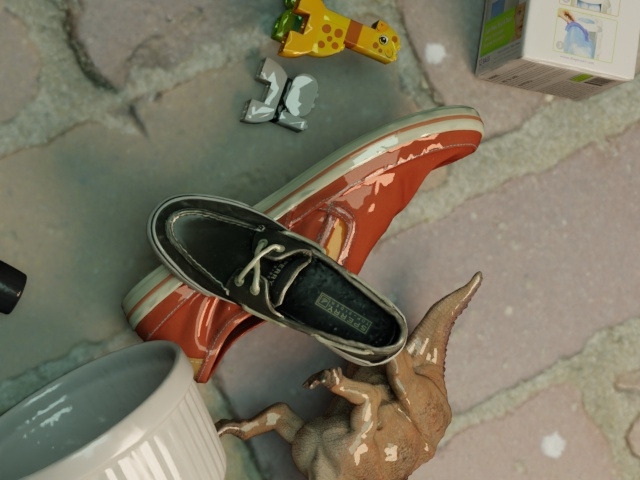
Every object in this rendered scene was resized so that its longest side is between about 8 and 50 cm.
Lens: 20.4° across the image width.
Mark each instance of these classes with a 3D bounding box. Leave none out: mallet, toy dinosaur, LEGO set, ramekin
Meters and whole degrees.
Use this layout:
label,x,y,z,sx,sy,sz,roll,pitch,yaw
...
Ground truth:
label,x,y,z,sx,sy,sz,roll,pitch,yaw
mallet,-0.304,0.092,1.389,0.062,0.039,0.189,35,81,-13
toy dinosaur,0.050,0.165,1.452,0.200,0.127,0.295,50,62,-16
LEGO set,0.022,-0.191,1.478,0.093,0.087,0.227,21,82,-14
ramekin,-0.169,0.175,1.340,0.207,0.207,0.109,-33,105,-16

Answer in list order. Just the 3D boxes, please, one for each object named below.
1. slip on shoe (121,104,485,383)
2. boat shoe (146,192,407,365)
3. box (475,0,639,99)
label,x,y,z,sx,sy,sz,roll,pitch,yaw
slip on shoe,0.000,0.000,1.436,0.331,0.123,0.101,-34,82,-10
boat shoe,-0.031,0.024,1.342,0.219,0.070,0.078,26,83,2
box,0.212,-0.235,1.524,0.103,0.114,0.203,10,83,-15
